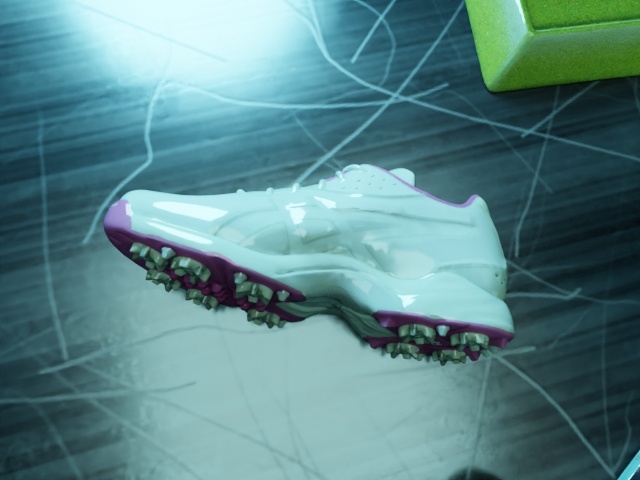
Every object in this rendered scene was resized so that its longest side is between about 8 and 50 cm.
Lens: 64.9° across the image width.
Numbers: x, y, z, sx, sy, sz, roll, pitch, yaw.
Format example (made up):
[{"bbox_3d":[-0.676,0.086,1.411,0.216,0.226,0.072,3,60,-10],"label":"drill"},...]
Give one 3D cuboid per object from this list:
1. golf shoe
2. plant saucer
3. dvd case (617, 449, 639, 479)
[{"bbox_3d":[0.000,0.000,0.390,0.305,0.115,0.140,15,67,-8],"label":"golf shoe"},{"bbox_3d":[0.235,-0.247,0.480,0.188,0.045,0.189,-8,80,-7],"label":"plant saucer"},{"bbox_3d":[0.298,0.225,0.407,0.087,0.013,0.119,-43,86,-11],"label":"dvd case"}]
